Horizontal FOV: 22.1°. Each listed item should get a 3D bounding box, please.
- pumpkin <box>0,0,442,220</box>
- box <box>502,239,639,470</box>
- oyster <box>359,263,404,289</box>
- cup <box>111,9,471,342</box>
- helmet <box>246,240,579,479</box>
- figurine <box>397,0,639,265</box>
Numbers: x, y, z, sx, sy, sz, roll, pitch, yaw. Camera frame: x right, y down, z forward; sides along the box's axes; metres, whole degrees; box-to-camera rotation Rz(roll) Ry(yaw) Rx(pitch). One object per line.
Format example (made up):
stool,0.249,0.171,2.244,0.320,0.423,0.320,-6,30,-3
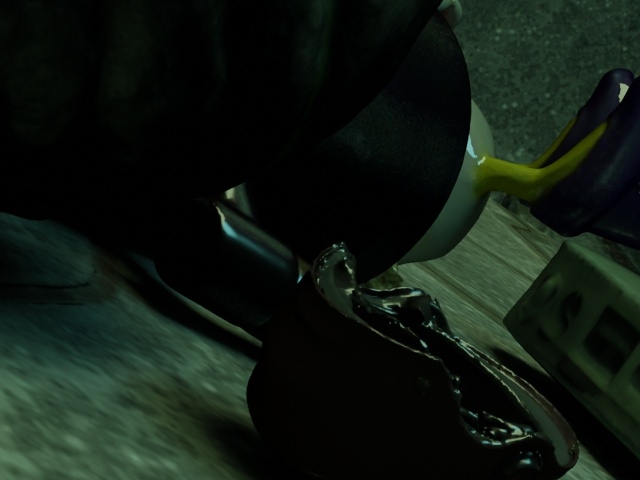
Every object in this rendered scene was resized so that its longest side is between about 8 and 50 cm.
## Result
pumpkin,-0.081,-0.166,0.537,0.296,0.296,0.296,33,7,-5
box,0.339,0.169,1.052,0.396,0.111,0.396,30,8,-24
oyster,0.000,0.000,0.871,0.146,0.045,0.121,64,-21,-4
cup,-0.022,-0.054,0.743,0.239,0.166,0.177,38,12,38
helmet,0.025,0.060,0.558,0.123,0.070,0.098,37,10,-39
figurine,0.010,-0.089,1.026,0.421,0.193,0.154,25,6,2
